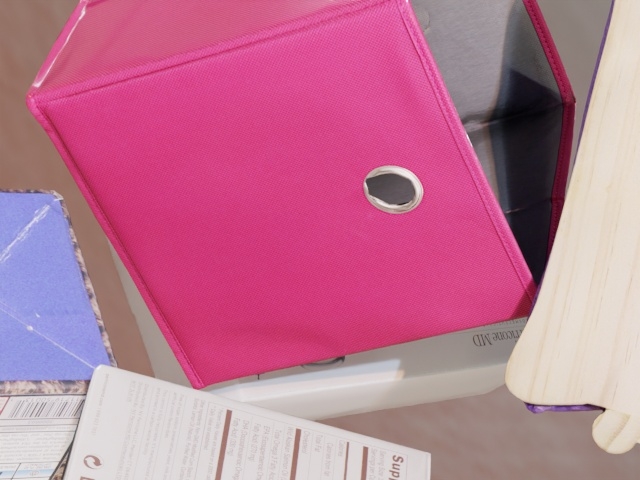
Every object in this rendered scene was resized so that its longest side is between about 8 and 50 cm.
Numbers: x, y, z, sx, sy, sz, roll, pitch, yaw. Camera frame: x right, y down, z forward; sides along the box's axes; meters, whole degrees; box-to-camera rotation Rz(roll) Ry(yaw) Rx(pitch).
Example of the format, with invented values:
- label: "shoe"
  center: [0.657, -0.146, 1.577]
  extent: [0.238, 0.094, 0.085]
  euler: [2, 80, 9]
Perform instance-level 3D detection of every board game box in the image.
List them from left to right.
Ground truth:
- label: "board game box"
  center: [-0.283, 0.111, 1.103]
  extent: [0.232, 0.291, 0.141]
  euler: [2, 51, -32]

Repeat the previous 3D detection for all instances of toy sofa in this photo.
- label: "toy sofa"
  center: [0.245, -0.047, 1.185]
  extent: [0.177, 0.362, 0.150]
  euler: [14, 6, 16]

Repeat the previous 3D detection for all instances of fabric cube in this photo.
- label: "fabric cube"
  center: [0.002, -0.092, 1.275]
  extent: [0.259, 0.258, 0.254]
  euler: [-75, 145, -51]

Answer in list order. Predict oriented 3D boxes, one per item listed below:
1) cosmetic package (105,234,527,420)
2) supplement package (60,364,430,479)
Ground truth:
- label: "cosmetic package"
  center: [0.000, 0.000, 1.573]
  extent: [0.377, 0.097, 0.284]
  euler: [-4, 70, -46]
- label: "supplement package"
  center: [-0.046, 0.152, 0.959]
  extent: [0.179, 0.105, 0.105]
  euler: [16, 37, -7]
